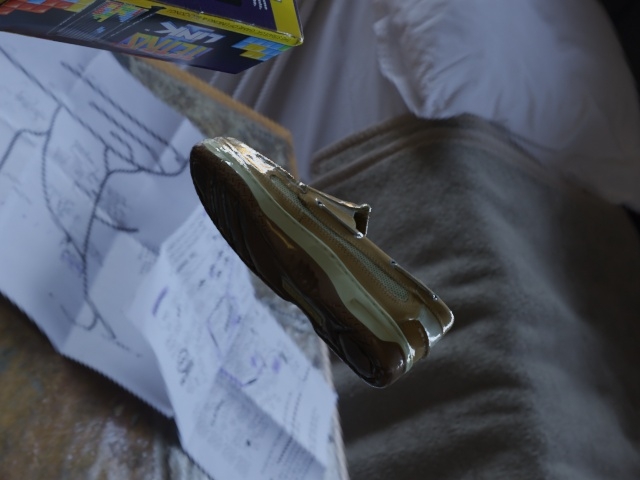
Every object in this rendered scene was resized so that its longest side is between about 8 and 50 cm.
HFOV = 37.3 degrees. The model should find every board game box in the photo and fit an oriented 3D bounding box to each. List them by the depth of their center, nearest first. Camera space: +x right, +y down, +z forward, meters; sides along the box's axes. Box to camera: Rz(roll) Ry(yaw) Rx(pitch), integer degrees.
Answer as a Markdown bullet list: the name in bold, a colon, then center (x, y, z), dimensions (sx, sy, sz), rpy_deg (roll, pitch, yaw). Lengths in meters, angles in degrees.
- **board game box**: center (-0.083, -0.162, 0.387), dimensions (0.141, 0.048, 0.170), rpy_deg (0, 75, -53)

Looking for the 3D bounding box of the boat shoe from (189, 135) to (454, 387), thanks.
- **boat shoe**: center (0.000, 0.000, 0.564), dimensions (0.072, 0.068, 0.190), rpy_deg (-35, 71, -23)
